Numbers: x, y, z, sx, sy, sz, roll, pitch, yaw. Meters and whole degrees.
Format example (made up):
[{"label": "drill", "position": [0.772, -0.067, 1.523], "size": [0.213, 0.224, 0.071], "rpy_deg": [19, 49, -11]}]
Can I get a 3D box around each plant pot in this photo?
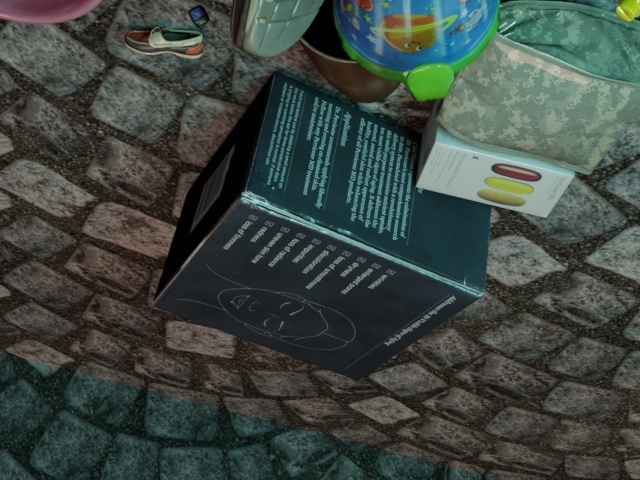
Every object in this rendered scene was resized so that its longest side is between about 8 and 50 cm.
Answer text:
[{"label": "plant pot", "position": [0.069, -0.312, 1.545], "size": [0.215, 0.216, 0.230], "rpy_deg": [5, 161, 8]}]

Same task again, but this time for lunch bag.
[{"label": "lunch bag", "position": [0.342, -0.249, 1.565], "size": [0.286, 0.169, 0.235], "rpy_deg": [12, 147, -10]}]

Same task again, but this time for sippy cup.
[{"label": "sippy cup", "position": [0.121, -0.355, 1.306], "size": [0.305, 0.240, 0.224], "rpy_deg": [47, 174, 16]}]

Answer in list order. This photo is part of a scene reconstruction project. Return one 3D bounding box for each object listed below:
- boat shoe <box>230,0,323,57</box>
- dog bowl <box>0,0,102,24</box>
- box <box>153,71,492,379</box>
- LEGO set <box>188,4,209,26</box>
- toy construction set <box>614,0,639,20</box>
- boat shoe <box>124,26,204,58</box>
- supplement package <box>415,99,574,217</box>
[{"label": "boat shoe", "position": [-0.054, -0.415, 1.319], "size": [0.130, 0.356, 0.132], "rpy_deg": [16, 179, 36]}, {"label": "dog bowl", "position": [-0.444, -0.485, 1.456], "size": [0.407, 0.150, 0.408], "rpy_deg": [8, 146, 5]}, {"label": "box", "position": [0.000, 0.000, 1.921], "size": [0.471, 0.298, 0.480], "rpy_deg": [24, 145, -17]}, {"label": "LEGO set", "position": [-0.116, -0.417, 1.407], "size": [0.182, 0.244, 0.060], "rpy_deg": [4, 176, 15]}, {"label": "toy construction set", "position": [0.350, -0.436, 1.319], "size": [0.327, 0.151, 0.215], "rpy_deg": [29, 169, -13]}, {"label": "boat shoe", "position": [-0.266, -0.343, 1.710], "size": [0.136, 0.049, 0.043], "rpy_deg": [8, 144, 0]}, {"label": "supplement package", "position": [0.305, -0.154, 1.749], "size": [0.244, 0.134, 0.139], "rpy_deg": [13, 147, -3]}]
